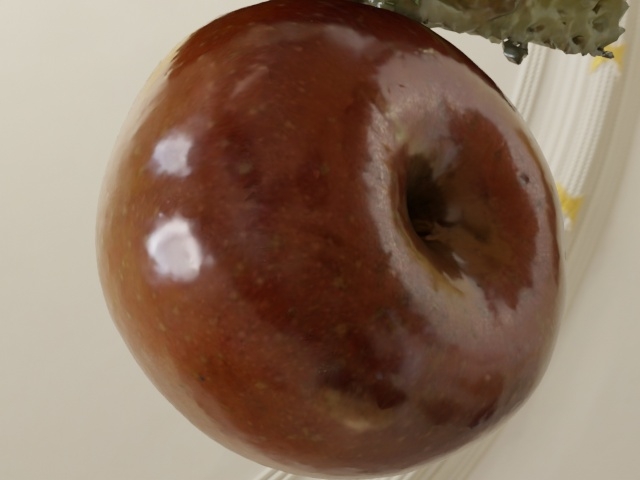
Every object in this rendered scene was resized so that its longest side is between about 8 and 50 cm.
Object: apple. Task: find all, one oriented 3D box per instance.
[{"bbox_3d":[0.000,0.000,0.558,0.201,0.162,0.201,14,-112,-38],"label":"apple"}]

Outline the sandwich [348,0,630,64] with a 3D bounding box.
[{"bbox_3d":[0.010,-0.191,0.683,0.325,0.262,0.131,19,-75,10],"label":"sandwich"}]
